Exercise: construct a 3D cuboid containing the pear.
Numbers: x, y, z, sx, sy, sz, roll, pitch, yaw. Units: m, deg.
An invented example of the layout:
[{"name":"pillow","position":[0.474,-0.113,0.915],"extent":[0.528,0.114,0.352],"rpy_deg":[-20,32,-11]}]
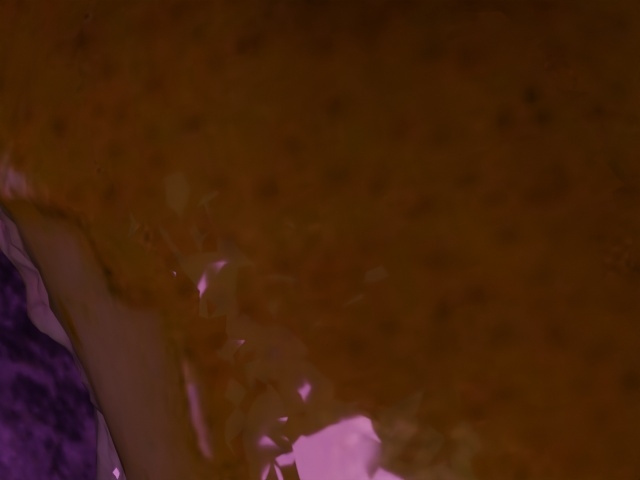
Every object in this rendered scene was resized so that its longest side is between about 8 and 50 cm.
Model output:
[{"name":"pear","position":[0.000,0.000,0.450],"extent":[0.286,0.176,0.281],"rpy_deg":[-156,51,-68]}]
